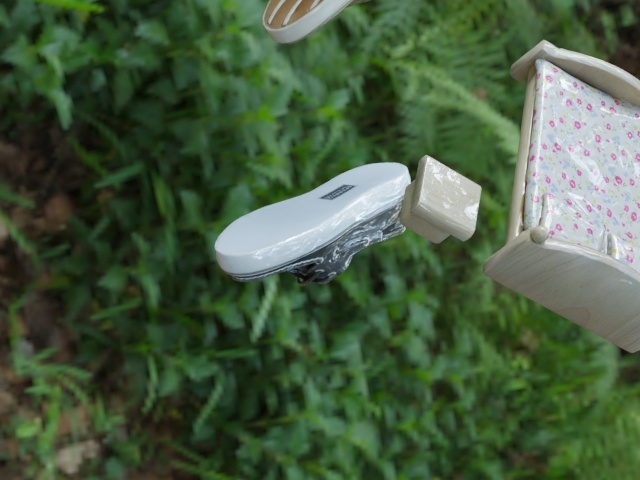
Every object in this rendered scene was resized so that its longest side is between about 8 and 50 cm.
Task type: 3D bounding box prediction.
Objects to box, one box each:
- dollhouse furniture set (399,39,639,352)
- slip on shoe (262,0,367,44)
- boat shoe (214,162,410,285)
[{"bbox_3d":[0.263,-0.091,1.109,0.356,0.174,0.303,27,52,-21],"label":"dollhouse furniture set"},{"bbox_3d":[0.021,-0.155,0.902,0.135,0.051,0.041,-52,132,-25],"label":"slip on shoe"},{"bbox_3d":[0.000,0.000,1.318,0.228,0.080,0.076,-31,121,-48],"label":"boat shoe"}]
